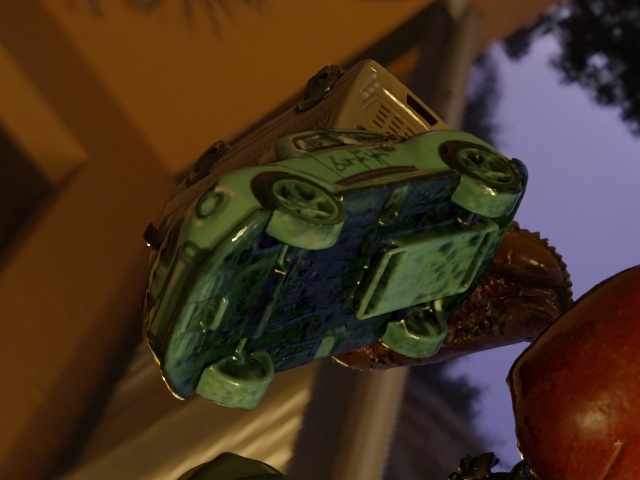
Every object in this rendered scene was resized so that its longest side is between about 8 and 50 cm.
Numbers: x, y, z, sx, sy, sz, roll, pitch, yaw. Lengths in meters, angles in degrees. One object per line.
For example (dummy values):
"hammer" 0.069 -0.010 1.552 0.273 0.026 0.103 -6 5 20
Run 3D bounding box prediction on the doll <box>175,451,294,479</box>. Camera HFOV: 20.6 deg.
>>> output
"doll" -0.061 0.184 0.644 0.322 0.186 0.198 -12 -153 45

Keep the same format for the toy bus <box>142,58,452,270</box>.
"toy bus" -0.022 -0.022 1.485 0.289 0.139 0.157 -27 -152 45

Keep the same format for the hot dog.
"hot dog" 0.113 0.053 1.730 0.268 0.144 0.075 -11 -159 16

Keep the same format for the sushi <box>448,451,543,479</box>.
"sushi" 0.120 0.183 1.133 0.056 0.084 0.083 -30 -161 -33

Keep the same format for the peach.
"peach" 0.291 0.131 1.434 0.248 0.275 0.245 -156 -97 -77

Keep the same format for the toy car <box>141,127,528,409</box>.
"toy car" 0.000 0.000 1.073 0.306 0.125 0.136 -11 134 -47
